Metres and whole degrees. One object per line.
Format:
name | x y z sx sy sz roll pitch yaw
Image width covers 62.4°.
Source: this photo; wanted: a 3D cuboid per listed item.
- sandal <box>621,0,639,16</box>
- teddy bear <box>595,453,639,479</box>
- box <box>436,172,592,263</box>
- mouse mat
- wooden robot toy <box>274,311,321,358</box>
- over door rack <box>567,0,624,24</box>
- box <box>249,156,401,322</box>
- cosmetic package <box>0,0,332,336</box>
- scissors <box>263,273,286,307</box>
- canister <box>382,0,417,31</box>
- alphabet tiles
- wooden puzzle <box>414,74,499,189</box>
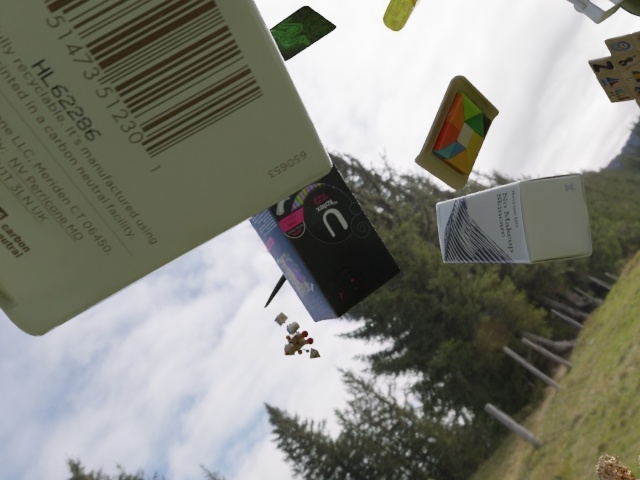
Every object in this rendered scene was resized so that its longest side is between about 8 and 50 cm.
sandal | 0.434 -0.389 0.713 0.302 0.086 0.120 13 -72 -22
teddy bear | 0.618 0.419 0.898 0.337 0.245 0.113 2 -80 -33
box | 0.272 -0.023 0.792 0.094 0.113 0.275 -7 -2 -10
mouse mat | -0.055 -0.441 1.140 0.152 0.007 0.189 -26 -3 23
wooden robot toy | -0.076 0.287 1.488 0.079 0.173 0.076 -43 8 -34
over door rack | 0.238 -0.399 0.600 0.108 0.324 0.240 -58 -11 -22
box | 0.000 0.000 1.021 0.165 0.270 0.143 -33 1 -23
cosmetic package | -0.236 -0.186 0.568 0.327 0.394 0.330 -30 -61 0
scissors | -0.094 0.075 1.554 0.297 0.021 0.109 -44 -46 6
canister | 0.266 -0.732 1.600 0.170 0.073 0.126 -58 0 -30
alphabet tiles | 0.816 -0.393 1.205 0.285 0.342 0.011 33 -109 -36
wooden puzzle | 0.359 -0.267 1.353 0.220 0.044 0.239 22 -84 -43
